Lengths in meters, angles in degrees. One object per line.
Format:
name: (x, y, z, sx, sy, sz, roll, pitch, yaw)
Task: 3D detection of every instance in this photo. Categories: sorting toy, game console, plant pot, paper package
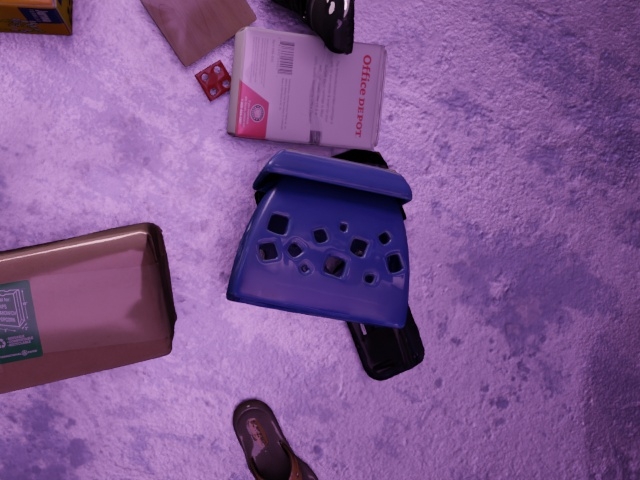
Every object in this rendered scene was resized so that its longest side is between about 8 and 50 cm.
sorting toy: (-0.182, -0.343, 1.290, 0.132, 0.046, 0.275, -36, 109, -7)
game console: (0.051, 0.049, 1.356, 0.213, 0.044, 0.362, -21, 95, -7)
plant pot: (0.000, 0.000, 1.214, 0.235, 0.236, 0.212, 10, 84, -8)
paper package: (-0.362, 0.086, 1.148, 0.324, 0.309, 0.168, -11, 94, -8)

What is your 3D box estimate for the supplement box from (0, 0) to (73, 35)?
supplement box: (-0.522, -0.398, 1.159, 0.356, 0.195, 0.194, 2, 92, -9)

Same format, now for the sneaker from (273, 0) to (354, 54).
sneaker: (-0.023, -0.349, 1.239, 0.124, 0.283, 0.107, -5, 132, -5)

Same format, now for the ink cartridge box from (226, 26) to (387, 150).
ink cartridge box: (-0.021, -0.223, 1.289, 0.217, 0.092, 0.159, 4, 97, -16)

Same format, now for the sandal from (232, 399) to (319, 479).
sandal: (-0.064, 0.348, 1.336, 0.090, 0.060, 0.219, -27, 96, -8)
